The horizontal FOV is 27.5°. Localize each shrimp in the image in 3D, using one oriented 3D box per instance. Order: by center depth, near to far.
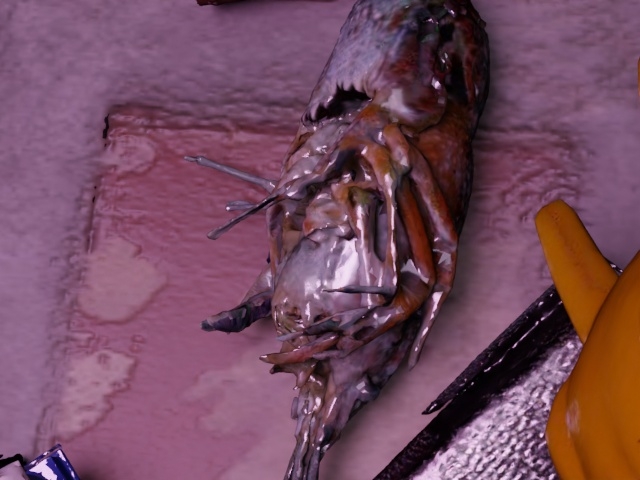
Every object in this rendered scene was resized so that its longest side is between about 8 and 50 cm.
[{"bbox_3d":[0.001,-0.002,0.810,0.172,0.137,0.372,9,65,45],"label":"shrimp"}]

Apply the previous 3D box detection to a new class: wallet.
[{"bbox_3d":[0.179,0.170,0.777,0.221,0.071,0.262,-44,84,-6],"label":"wallet"}]

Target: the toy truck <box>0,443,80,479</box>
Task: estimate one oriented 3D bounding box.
[{"bbox_3d":[-0.213,0.220,0.742,0.213,0.177,0.161,-36,77,-4],"label":"toy truck"}]

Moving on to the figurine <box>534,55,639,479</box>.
[{"bbox_3d":[0.311,0.074,0.651,0.387,0.401,0.268,11,112,-6],"label":"figurine"}]

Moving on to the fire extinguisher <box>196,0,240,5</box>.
[{"bbox_3d":[0.077,-0.241,0.872,0.337,0.106,0.147,-6,51,3],"label":"fire extinguisher"}]
